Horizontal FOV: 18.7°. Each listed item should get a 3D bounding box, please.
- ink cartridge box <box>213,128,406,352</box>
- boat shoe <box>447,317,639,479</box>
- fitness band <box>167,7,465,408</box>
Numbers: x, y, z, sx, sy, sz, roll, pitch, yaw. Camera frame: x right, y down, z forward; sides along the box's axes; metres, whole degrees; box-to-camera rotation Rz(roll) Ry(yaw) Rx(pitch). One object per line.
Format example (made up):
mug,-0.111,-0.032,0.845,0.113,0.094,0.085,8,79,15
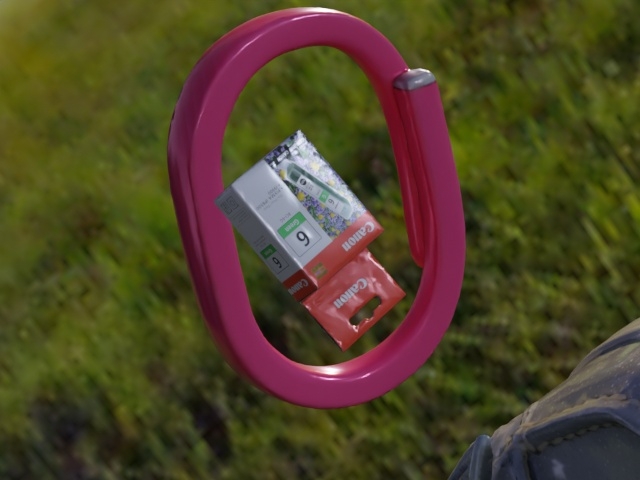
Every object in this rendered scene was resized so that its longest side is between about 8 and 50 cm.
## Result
ink cartridge box,0.000,0.000,1.111,0.063,0.115,0.029,-41,1,-33
boat shoe,0.072,0.121,0.603,0.103,0.118,0.320,-32,-11,-24
fitness band,0.001,-0.021,1.390,0.209,0.291,0.054,-21,19,-25
